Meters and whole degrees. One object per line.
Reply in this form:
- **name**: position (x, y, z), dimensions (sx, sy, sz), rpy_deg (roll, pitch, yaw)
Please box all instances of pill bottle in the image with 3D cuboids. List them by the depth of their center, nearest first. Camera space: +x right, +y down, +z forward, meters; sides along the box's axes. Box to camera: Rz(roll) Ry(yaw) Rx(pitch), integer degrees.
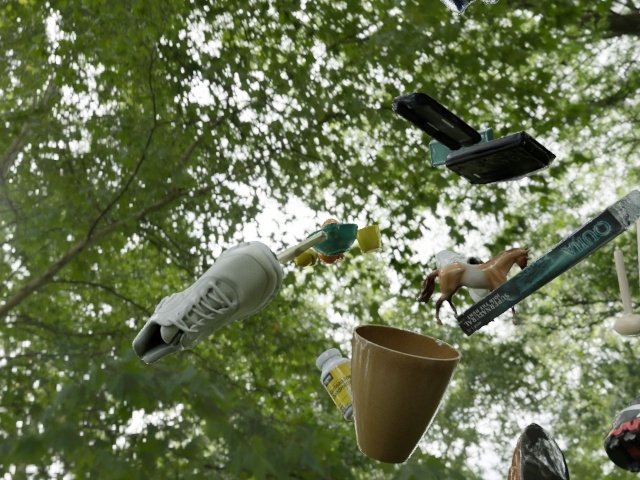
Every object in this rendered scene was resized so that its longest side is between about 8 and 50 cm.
- **pill bottle**: position (0.064, 0.387, 1.569), dimensions (0.103, 0.184, 0.103), rpy_deg (-25, -36, -20)

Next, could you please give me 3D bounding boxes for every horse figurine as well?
- **horse figurine**: position (0.349, 0.107, 1.334), dimensions (0.263, 0.066, 0.175), rpy_deg (-1, -79, 16)

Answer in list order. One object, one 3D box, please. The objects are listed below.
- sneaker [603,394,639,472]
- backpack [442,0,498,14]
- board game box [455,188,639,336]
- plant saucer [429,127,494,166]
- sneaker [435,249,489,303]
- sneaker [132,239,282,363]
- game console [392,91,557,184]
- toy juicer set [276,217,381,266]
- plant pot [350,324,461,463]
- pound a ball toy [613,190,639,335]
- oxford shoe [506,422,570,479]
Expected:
- **sneaker**: position (0.645, 0.315, 1.035), dimensions (0.276, 0.135, 0.098), rpy_deg (-36, -88, 33)
- **backpack**: position (0.289, -0.578, 1.124), dimensions (0.276, 0.263, 0.213), rpy_deg (38, -77, -21)
- **board game box**: position (0.231, 0.024, 0.577), dimensions (0.126, 0.026, 0.186), rpy_deg (-18, -22, -50)
- **plant saucer**: position (0.336, -0.222, 1.394), dimensions (0.018, 0.192, 0.067), rpy_deg (-13, -84, -37)
- **sneaker**: position (0.399, 0.073, 1.573), dimensions (0.090, 0.232, 0.115), rpy_deg (-32, -49, -17)
- **sneaker**: position (-0.174, 0.104, 0.879), dimensions (0.292, 0.118, 0.110), rpy_deg (-36, -86, 29)
- **game console**: position (0.315, -0.219, 1.235), dimensions (0.361, 0.044, 0.213), rpy_deg (26, -20, -30)
- **toy juicer set**: position (0.000, 0.000, 1.439), dimensions (0.209, 0.090, 0.329), rpy_deg (-21, -13, 29)
- **plant pot**: position (0.163, 0.340, 1.259), dimensions (0.237, 0.237, 0.255), rpy_deg (9, -86, -28)
- **pound a ball toy**: position (0.748, 0.044, 1.234), dimensions (0.208, 0.135, 0.320), rpy_deg (0, -93, -14)
- **oxford shoe**: position (0.238, 0.296, 0.675), dimensions (0.076, 0.212, 0.076), rpy_deg (41, -56, 5)
